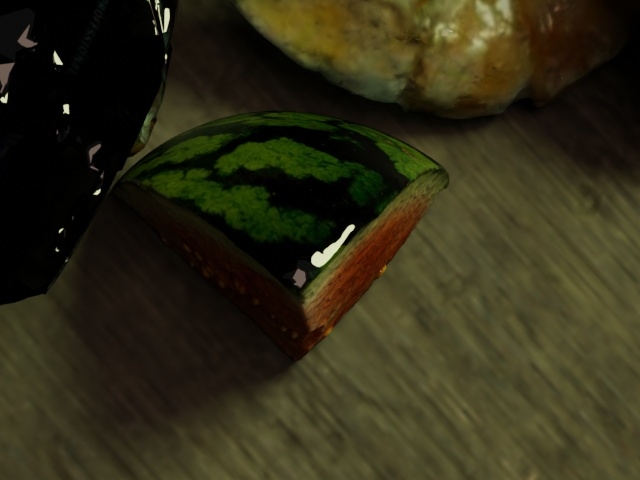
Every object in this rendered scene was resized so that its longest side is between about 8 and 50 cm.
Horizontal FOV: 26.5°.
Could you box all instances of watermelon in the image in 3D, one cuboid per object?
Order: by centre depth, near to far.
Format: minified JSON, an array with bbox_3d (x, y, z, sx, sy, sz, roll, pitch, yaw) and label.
[{"bbox_3d":[0.000,0.000,0.511,0.135,0.125,0.094,-12,107,-35],"label":"watermelon"}]

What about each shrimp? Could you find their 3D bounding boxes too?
[{"bbox_3d":[0.030,-0.211,0.501,0.233,0.071,0.365,-35,117,-16],"label":"shrimp"}]

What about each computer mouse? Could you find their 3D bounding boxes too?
[{"bbox_3d":[-0.109,-0.080,0.457,0.146,0.077,0.242,27,47,-19],"label":"computer mouse"}]
